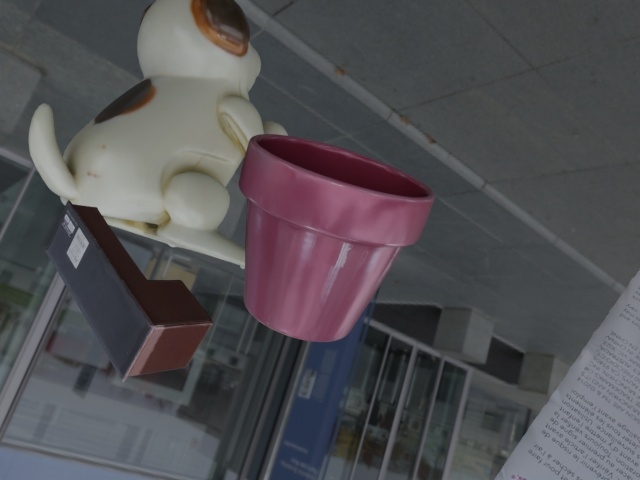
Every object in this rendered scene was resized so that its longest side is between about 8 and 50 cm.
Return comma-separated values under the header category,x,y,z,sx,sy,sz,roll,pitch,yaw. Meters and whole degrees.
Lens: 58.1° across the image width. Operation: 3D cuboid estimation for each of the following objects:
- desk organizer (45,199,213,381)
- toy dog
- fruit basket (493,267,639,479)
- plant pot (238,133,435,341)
category,x,y,z,sx,sy,sz,roll,pitch,yaw
desk organizer,-0.134,0.030,0.397,0.130,0.047,0.050,45,-157,30
toy dog,-0.244,-0.207,0.954,0.395,0.407,0.285,25,170,-37
fruit basket,0.330,0.144,0.365,0.327,0.353,0.165,37,156,21
plant pot,0.000,0.000,0.628,0.201,0.180,0.201,15,-161,-5
